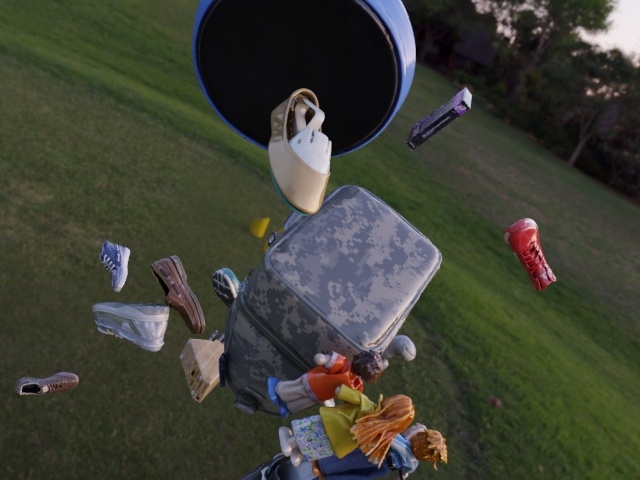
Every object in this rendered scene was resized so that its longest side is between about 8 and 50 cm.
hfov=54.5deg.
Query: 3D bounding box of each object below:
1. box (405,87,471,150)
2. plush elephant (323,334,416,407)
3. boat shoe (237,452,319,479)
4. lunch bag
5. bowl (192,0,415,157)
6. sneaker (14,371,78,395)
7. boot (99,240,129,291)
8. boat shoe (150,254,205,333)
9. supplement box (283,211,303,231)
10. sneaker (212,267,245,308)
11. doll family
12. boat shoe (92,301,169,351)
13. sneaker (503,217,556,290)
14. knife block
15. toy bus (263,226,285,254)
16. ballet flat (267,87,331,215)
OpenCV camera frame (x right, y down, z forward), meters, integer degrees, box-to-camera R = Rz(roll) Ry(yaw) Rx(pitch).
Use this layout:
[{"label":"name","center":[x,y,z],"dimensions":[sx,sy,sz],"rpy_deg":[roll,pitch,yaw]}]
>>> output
[{"label":"box","center":[0.271,-0.278,1.423],"dimensions":[0.029,0.162,0.116],"rpy_deg":[50,29,-13]},{"label":"plush elephant","center":[0.058,0.334,1.819],"dimensions":[0.272,0.330,0.255],"rpy_deg":[55,40,-16]},{"label":"boat shoe","center":[-0.085,0.549,1.453],"dimensions":[0.091,0.302,0.114],"rpy_deg":[57,10,-55]},{"label":"lunch bag","center":[0.001,0.099,0.926],"dimensions":[0.212,0.256,0.305],"rpy_deg":[37,40,6]},{"label":"bowl","center":[-0.035,-0.303,1.067],"dimensions":[0.391,0.391,0.077],"rpy_deg":[21,47,-9]},{"label":"sneaker","center":[-0.871,0.469,1.983],"dimensions":[0.188,0.066,0.071],"rpy_deg":[-2,14,-25]},{"label":"boot","center":[-0.674,0.083,2.006],"dimensions":[0.086,0.069,0.190],"rpy_deg":[26,30,-29]},{"label":"boat shoe","center":[-0.521,0.208,2.247],"dimensions":[0.104,0.111,0.307],"rpy_deg":[-19,75,-36]},{"label":"supplement box","center":[0.000,0.000,1.426],"dimensions":[0.114,0.111,0.220],"rpy_deg":[30,21,-24]},{"label":"sneaker","center":[-0.210,0.155,1.735],"dimensions":[0.107,0.110,0.275],"rpy_deg":[28,-21,38]},{"label":"doll family","center":[0.059,0.240,0.736],"dimensions":[0.118,0.163,0.263],"rpy_deg":[-94,158,-49]},{"label":"boat shoe","center":[-0.453,0.197,1.464],"dimensions":[0.118,0.103,0.320],"rpy_deg":[5,-6,-41]},{"label":"sneaker","center":[0.512,0.039,1.475],"dimensions":[0.221,0.087,0.128],"rpy_deg":[36,24,-54]},{"label":"knife block","center":[-0.333,0.414,2.074],"dimensions":[0.242,0.088,0.276],"rpy_deg":[13,28,-35]},{"label":"toy bus","center":[-0.048,0.002,1.858],"dimensions":[0.108,0.332,0.130],"rpy_deg":[23,53,-27]},{"label":"ballet flat","center":[-0.024,-0.123,0.770],"dimensions":[0.080,0.073,0.232],"rpy_deg":[29,28,-29]}]
